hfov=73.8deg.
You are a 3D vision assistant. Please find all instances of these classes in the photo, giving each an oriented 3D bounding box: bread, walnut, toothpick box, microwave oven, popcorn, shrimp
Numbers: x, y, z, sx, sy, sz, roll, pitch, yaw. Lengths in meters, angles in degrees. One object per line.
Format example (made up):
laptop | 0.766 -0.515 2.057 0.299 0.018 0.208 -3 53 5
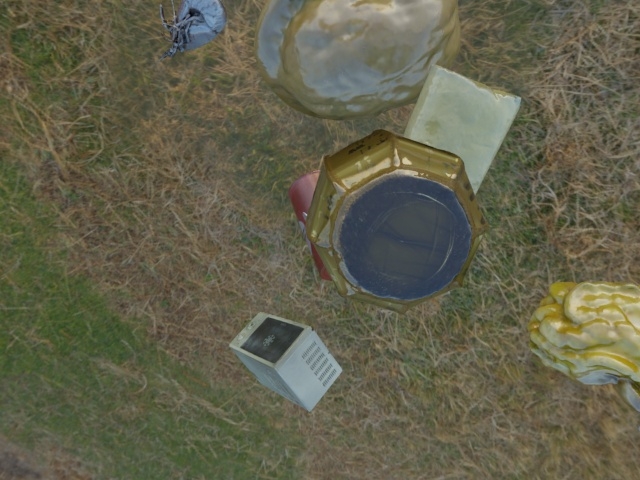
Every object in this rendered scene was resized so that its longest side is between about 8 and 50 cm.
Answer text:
bread | 0.174 -0.126 0.575 0.140 0.060 0.178 13 113 -17
walnut | 0.080 -0.410 0.841 0.384 0.383 0.383 1 113 2
toothpick box | 0.033 -0.056 1.476 0.204 0.333 0.204 -18 153 -10
microwave oven | -0.088 0.303 1.097 0.145 0.241 0.194 -48 117 -26
popcorn | 0.385 0.119 0.550 0.163 0.194 0.140 -43 143 -23
shrimp | -0.404 -0.621 1.255 0.343 0.116 0.145 -14 158 42

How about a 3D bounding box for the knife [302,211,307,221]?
knife | -0.001 -0.001 0.914 0.032 0.058 0.244 -38 143 -3

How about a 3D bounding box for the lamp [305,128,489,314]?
lamp | 0.064 -0.026 0.414 0.161 0.185 0.161 0 104 0
